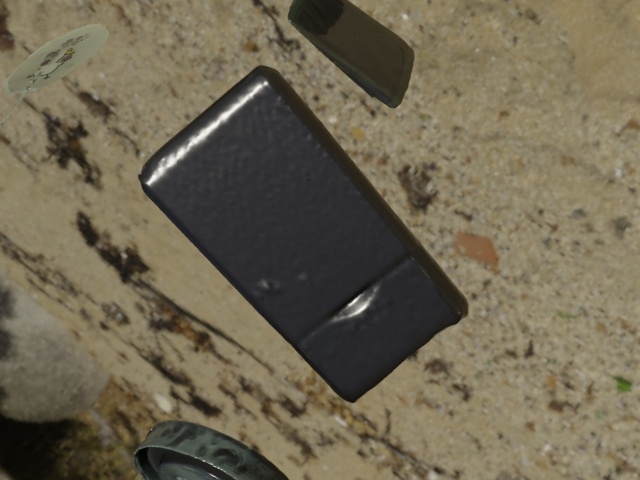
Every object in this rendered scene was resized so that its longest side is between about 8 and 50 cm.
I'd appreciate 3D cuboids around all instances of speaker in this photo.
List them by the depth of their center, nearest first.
[{"bbox_3d":[0.000,0.000,0.998,0.388,0.180,0.184,49,-170,-15],"label":"speaker"}]

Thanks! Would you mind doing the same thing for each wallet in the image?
[{"bbox_3d":[0.052,-0.341,1.550,0.245,0.168,0.052,35,134,-17],"label":"wallet"}]

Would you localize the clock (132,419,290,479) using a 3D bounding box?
[{"bbox_3d":[-0.126,0.306,1.129,0.226,0.049,0.226,20,144,15],"label":"clock"}]

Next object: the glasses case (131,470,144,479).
[{"bbox_3d":[-0.298,0.468,1.479,0.098,0.425,0.156,23,119,5],"label":"glasses case"}]

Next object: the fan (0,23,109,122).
[{"bbox_3d":[-0.535,-0.296,1.694,0.233,0.414,0.012,-8,130,29],"label":"fan"}]
